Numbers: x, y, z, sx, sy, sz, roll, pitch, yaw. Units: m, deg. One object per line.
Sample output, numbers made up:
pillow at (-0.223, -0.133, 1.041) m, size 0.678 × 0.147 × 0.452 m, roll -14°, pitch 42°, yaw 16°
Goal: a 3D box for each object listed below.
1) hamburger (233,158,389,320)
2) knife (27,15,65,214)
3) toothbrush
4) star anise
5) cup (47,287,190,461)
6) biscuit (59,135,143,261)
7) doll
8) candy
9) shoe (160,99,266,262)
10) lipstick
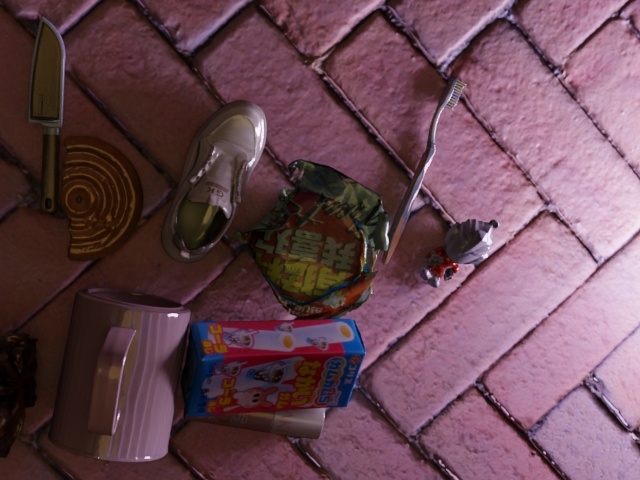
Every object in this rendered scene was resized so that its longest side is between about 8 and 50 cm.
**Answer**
hamburger at (0.008, -0.001, 1.830) m, size 0.260 × 0.150 × 0.276 m, roll 41°, pitch 105°, yaw 4°
knife at (-0.480, -0.215, 1.752) m, size 0.061 × 0.027 × 0.343 m, roll 4°, pitch 97°, yaw -7°
toothbrush at (0.187, -0.130, 1.891) m, size 0.037 × 0.028 × 0.375 m, roll 21°, pitch 93°, yaw -20°
star anise at (-0.544, 0.261, 1.719) m, size 0.099 × 0.220 × 0.214 m, roll 13°, pitch 86°, yaw -1°
cup at (-0.358, 0.230, 1.715) m, size 0.208 × 0.288 × 0.273 m, roll 12°, pitch 92°, yaw 24°
biscuit at (-0.388, -0.071, 1.787) m, size 0.144 × 0.033 × 0.224 m, roll 1°, pitch 98°, yaw -11°
doll at (0.264, 0.018, 1.906) m, size 0.180 × 0.079 × 0.094 m, roll -41°, pitch 102°, yaw 11°
candy at (-0.086, 0.225, 1.800) m, size 0.306 × 0.100 × 0.157 m, roll 0°, pitch 130°, yaw -20°
shoe at (-0.185, -0.096, 1.760) m, size 0.124 × 0.159 × 0.316 m, roll 22°, pitch 96°, yaw -12°
lipstick at (-0.123, 0.318, 1.872) m, size 0.254 × 0.070 × 0.070 m, roll 11°, pitch 96°, yaw -12°
